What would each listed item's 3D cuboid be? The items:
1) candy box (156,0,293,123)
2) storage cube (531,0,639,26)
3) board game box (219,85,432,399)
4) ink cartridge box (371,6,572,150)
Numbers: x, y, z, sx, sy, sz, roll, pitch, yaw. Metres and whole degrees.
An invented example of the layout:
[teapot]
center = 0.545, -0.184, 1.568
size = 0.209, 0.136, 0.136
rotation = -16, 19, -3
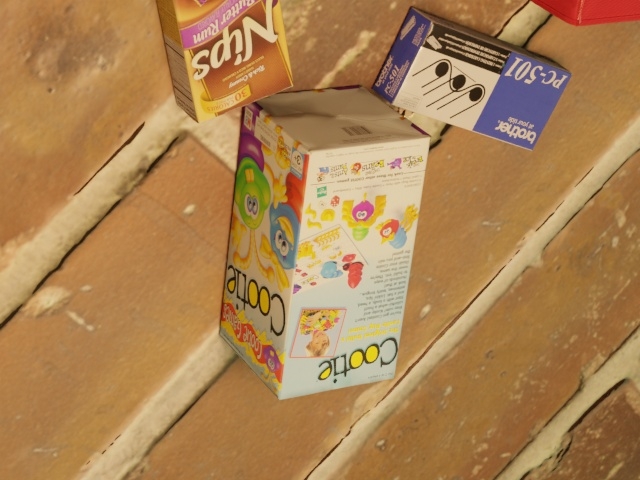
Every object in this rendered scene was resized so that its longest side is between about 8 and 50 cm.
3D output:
[candy box]
center = -0.094, -0.216, 1.742
size = 0.109, 0.053, 0.187
rotation = -24, 128, -20
[storage cube]
center = 0.291, -0.340, 1.830
size = 0.215, 0.183, 0.193
rotation = -10, 119, -27
[board game box]
center = 0.000, 0.000, 1.866
size = 0.144, 0.142, 0.275
rotation = -8, 119, -29
[ink cartridge box]
center = 0.161, -0.169, 1.935
size = 0.207, 0.046, 0.097
rotation = 15, 109, -38
